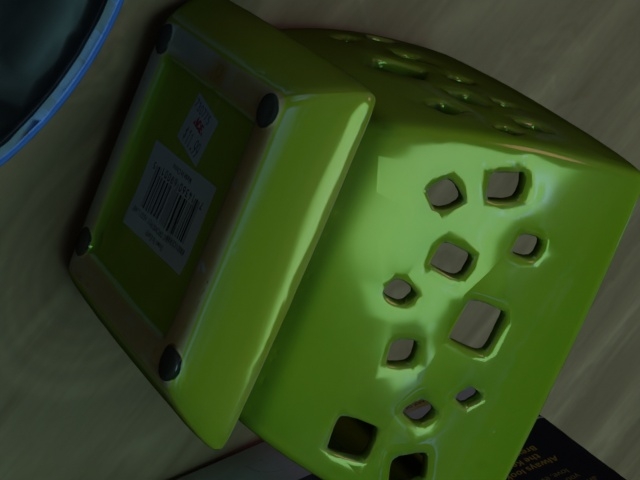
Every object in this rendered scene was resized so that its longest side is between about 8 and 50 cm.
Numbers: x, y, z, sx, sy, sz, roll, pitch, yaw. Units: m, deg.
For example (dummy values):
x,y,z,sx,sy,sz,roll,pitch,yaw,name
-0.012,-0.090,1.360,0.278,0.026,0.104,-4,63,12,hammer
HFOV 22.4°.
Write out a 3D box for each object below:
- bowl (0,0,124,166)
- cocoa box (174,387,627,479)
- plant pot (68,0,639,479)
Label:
x,y,z,sx,sy,sz,roll,pitch,yaw,name
-0.249,-0.169,0.712,0.391,0.077,0.391,-16,121,-28,bowl
0.023,0.270,1.028,0.347,0.228,0.231,-21,123,-25,cocoa box
0.000,0.000,0.883,0.207,0.228,0.227,16,104,-33,plant pot
